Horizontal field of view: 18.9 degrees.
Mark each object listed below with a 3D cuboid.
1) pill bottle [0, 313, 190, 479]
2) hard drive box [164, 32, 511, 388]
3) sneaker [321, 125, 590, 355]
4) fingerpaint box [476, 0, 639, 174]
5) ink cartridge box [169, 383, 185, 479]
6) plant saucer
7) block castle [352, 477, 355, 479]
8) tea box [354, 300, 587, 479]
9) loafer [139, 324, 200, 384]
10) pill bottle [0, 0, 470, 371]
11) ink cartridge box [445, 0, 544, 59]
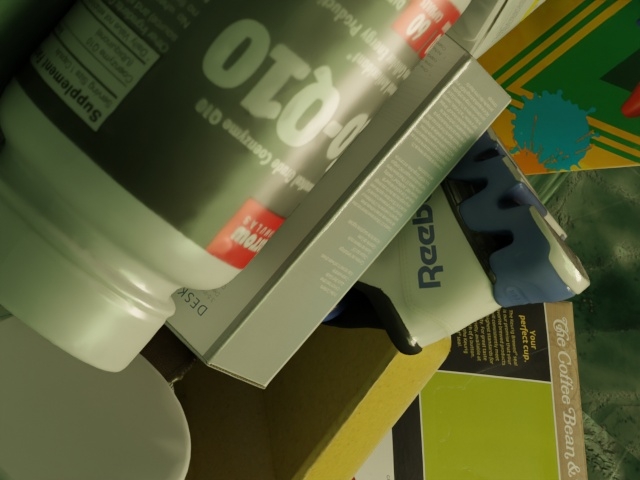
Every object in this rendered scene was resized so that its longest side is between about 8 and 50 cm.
[{"bbox_3d":[-0.242,0.228,1.333,0.204,0.204,0.361,-36,164,-53],"label":"pill bottle"},{"bbox_3d":[-0.034,-0.061,1.146,0.232,0.181,0.089,-48,155,4],"label":"hard drive box"},{"bbox_3d":[0.020,-0.050,1.233,0.182,0.315,0.127,-33,146,6],"label":"sneaker"},{"bbox_3d":[0.340,-0.217,1.606,0.371,0.163,0.445,-4,-158,27],"label":"fingerpaint box"},{"bbox_3d":[-0.048,0.149,1.895,0.283,0.207,0.117,-50,171,10],"label":"ink cartridge box"},{"bbox_3d":[-0.009,0.057,1.458,0.333,0.081,0.333,-55,-147,39],"label":"plant saucer"},{"bbox_3d":[-0.139,0.348,1.686,0.303,0.213,0.453,-17,155,-31],"label":"block castle"},{"bbox_3d":[0.105,0.235,2.117,0.220,0.323,0.329,139,-45,-58],"label":"tea box"},{"bbox_3d":[-0.191,0.155,1.496,0.134,0.130,0.366,-42,169,-35],"label":"loafer"},{"bbox_3d":[-0.066,-0.077,1.025,0.283,0.161,0.161,-50,171,4],"label":"pill bottle"},{"bbox_3d":[0.124,-0.238,1.363,0.176,0.128,0.127,-43,169,-36],"label":"ink cartridge box"}]
